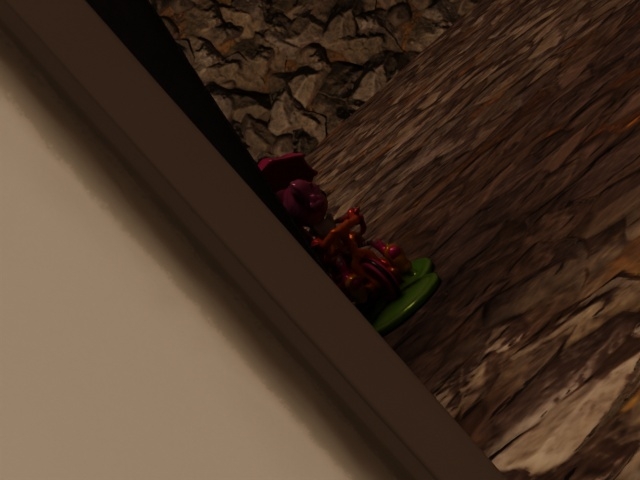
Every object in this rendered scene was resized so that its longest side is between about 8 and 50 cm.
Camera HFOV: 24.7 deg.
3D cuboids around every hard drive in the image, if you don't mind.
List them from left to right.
[{"bbox_3d":[-0.052,0.061,0.469,0.203,0.307,0.040,-33,12,50],"label":"hard drive"}]

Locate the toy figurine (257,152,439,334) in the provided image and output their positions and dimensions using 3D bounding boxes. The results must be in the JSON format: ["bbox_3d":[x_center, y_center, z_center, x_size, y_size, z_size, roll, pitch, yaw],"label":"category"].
[{"bbox_3d":[0.000,0.000,1.181,0.130,0.159,0.173,-43,8,-16],"label":"toy figurine"}]

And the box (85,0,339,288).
[{"bbox_3d":[-0.248,-0.010,1.156,0.297,0.480,0.472,-35,5,-17],"label":"box"}]
